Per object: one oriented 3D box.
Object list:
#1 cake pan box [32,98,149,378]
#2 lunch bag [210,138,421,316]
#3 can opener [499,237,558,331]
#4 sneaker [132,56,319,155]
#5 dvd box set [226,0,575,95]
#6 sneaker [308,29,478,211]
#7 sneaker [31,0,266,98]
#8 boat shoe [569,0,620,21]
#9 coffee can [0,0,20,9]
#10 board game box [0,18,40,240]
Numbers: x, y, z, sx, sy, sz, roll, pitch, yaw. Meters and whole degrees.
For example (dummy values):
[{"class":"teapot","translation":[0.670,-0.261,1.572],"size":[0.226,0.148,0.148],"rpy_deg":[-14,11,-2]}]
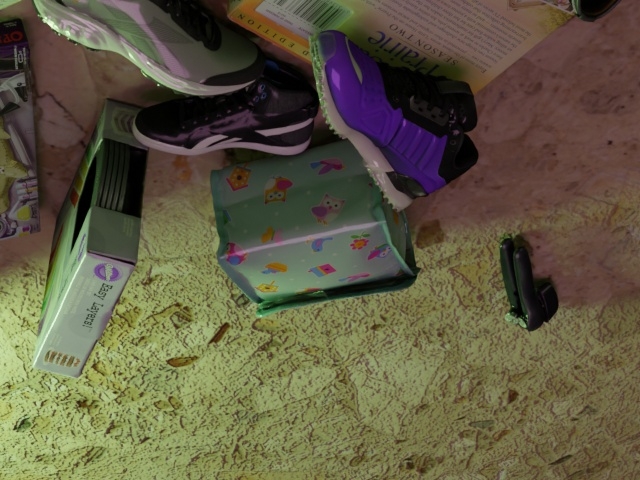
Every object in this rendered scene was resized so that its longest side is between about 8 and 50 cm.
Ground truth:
[{"class":"cake pan box","translation":[-0.275,-0.002,1.852],"size":[0.070,0.246,0.267],"rpy_deg":[13,140,-18]},{"class":"lunch bag","translation":[0.000,0.000,1.935],"size":[0.223,0.160,0.262],"rpy_deg":[-12,152,9]},{"class":"can opener","translation":[0.277,0.060,2.105],"size":[0.059,0.073,0.186],"rpy_deg":[23,154,38]},{"class":"sneaker","translation":[-0.109,-0.167,1.790],"size":[0.217,0.079,0.121],"rpy_deg":[0,139,-14]},{"class":"dvd box set","translation":[0.144,-0.308,1.616],"size":[0.307,0.062,0.420],"rpy_deg":[25,135,-29]},{"class":"sneaker","translation":[0.094,-0.154,1.692],"size":[0.146,0.102,0.293],"rpy_deg":[-20,144,15]},{"class":"sneaker","translation":[-0.175,-0.242,1.669],"size":[0.271,0.100,0.108],"rpy_deg":[21,132,-25]},{"class":"boat shoe","translation":[0.313,-0.315,1.503],"size":[0.084,0.079,0.233],"rpy_deg":[15,137,-18]},{"class":"coffee can","translation":[-0.341,-0.320,1.480],"size":[0.275,0.201,0.201],"rpy_deg":[-18,139,20]},{"class":"board game box","translation":[-0.445,-0.109,1.822],"size":[0.208,0.056,0.347],"rpy_deg":[-10,144,-15]}]
